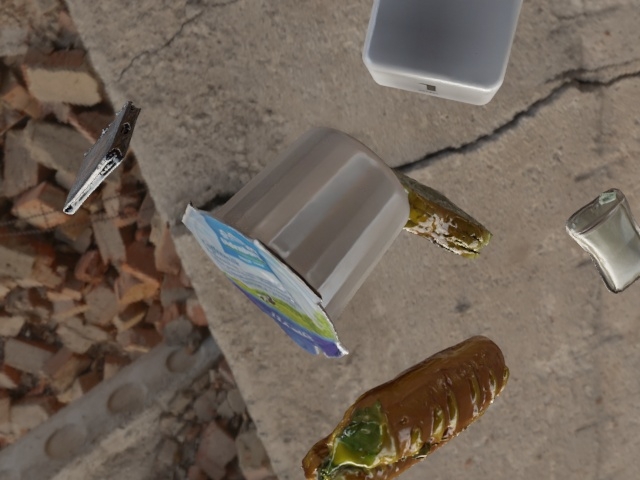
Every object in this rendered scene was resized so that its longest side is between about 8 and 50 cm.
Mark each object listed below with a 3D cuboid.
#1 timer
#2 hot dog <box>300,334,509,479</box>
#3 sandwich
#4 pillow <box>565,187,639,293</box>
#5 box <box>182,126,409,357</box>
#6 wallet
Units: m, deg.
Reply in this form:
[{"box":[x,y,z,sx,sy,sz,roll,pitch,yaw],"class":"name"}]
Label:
[{"box":[0.177,-0.312,1.085,0.194,0.195,0.193,14,97,8],"class":"timer"},{"box":[0.085,0.160,0.687,0.072,0.269,0.115,54,130,17],"class":"hot dog"},{"box":[0.206,-0.078,1.657,0.301,0.271,0.099,24,100,-36],"class":"sandwich"},{"box":[0.585,0.003,1.508,0.130,0.038,0.233,-40,116,7],"class":"pillow"},{"box":[0.000,0.000,0.981,0.206,0.262,0.291,-48,135,-17],"class":"box"},{"box":[-0.435,-0.164,1.507,0.036,0.167,0.222,30,133,-26],"class":"wallet"}]
